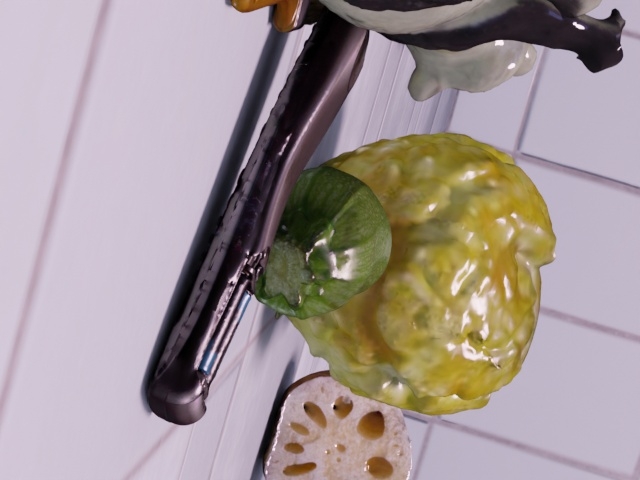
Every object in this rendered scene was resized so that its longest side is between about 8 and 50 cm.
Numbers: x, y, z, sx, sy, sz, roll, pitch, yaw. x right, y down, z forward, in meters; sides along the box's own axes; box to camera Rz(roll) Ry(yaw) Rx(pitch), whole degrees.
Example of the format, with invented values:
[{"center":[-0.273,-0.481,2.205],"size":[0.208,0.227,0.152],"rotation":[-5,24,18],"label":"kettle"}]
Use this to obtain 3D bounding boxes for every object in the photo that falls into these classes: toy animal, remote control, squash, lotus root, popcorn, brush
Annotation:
[{"center":[0.055,-0.116,0.643],"size":[0.225,0.121,0.094],"rotation":[24,58,-71],"label":"toy animal"},{"center":[-0.024,-0.018,0.707],"size":[0.059,0.028,0.212],"rotation":[85,28,-71],"label":"remote control"},{"center":[0.000,0.000,0.838],"size":[0.219,0.068,0.077],"rotation":[-26,138,-81],"label":"squash"},{"center":[0.014,0.165,1.253],"size":[0.081,0.112,0.122],"rotation":[122,-15,-83],"label":"lotus root"},{"center":[0.055,0.026,1.044],"size":[0.212,0.198,0.198],"rotation":[-11,-121,68],"label":"popcorn"},{"center":[-0.015,-0.106,0.664],"size":[0.170,0.014,0.043],"rotation":[-47,152,-76],"label":"brush"}]
